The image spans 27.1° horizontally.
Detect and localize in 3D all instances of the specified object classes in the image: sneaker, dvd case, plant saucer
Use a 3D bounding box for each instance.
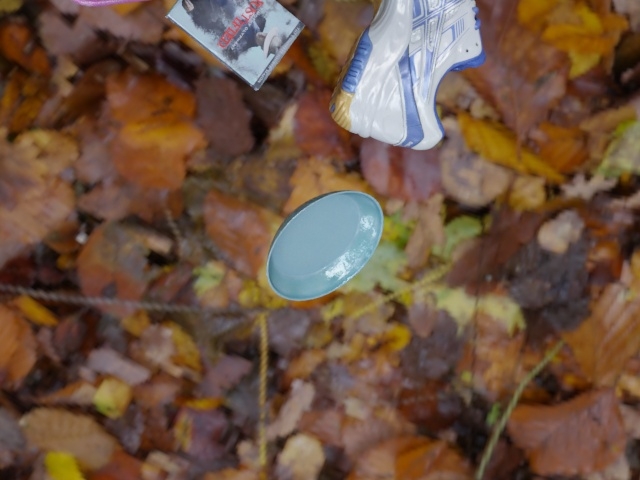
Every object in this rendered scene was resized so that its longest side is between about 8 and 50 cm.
[{"bbox_3d":[0.118,-0.236,1.371,0.131,0.112,0.296,22,92,-6],"label":"sneaker"},{"bbox_3d":[-0.085,-0.223,1.346,0.119,0.087,0.013,39,169,-18],"label":"dvd case"},{"bbox_3d":[0.000,0.000,1.161,0.021,0.119,0.119,48,145,39],"label":"plant saucer"}]

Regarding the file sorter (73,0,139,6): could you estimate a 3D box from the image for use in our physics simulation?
[{"bbox_3d":[-0.152,-0.366,1.182,0.182,0.202,0.290,-12,161,-20],"label":"file sorter"}]
